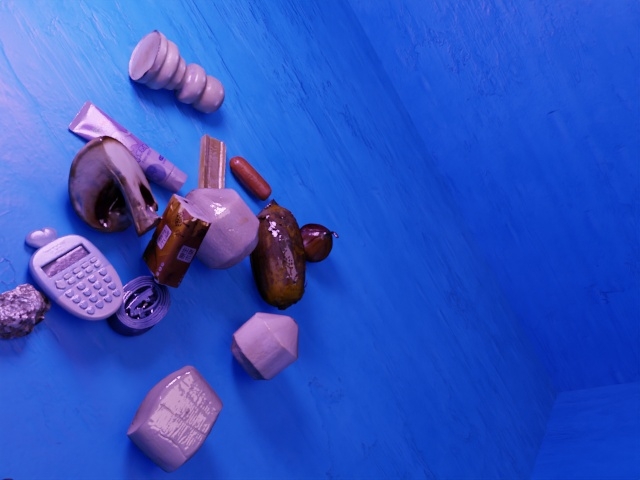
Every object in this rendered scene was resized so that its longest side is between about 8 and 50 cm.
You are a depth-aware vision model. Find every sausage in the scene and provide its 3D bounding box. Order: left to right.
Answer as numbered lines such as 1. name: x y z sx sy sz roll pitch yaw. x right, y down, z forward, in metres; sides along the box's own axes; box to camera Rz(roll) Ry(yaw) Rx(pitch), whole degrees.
1. sausage: -0.258 -0.228 2.197 0.197 0.076 0.076 48 43 -22

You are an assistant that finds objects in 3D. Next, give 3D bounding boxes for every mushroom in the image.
1. mushroom: -0.594 -0.136 1.751 0.292 0.212 0.217 50 1 -11

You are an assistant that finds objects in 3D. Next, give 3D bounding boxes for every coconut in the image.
1. coconut: -0.332 -0.050 1.908 0.266 0.237 0.237 47 44 -21
2. coconut: -0.165 0.327 1.916 0.202 0.222 0.202 52 -4 5

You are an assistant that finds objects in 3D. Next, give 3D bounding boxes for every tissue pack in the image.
1. tissue pack: -0.420 0.002 1.751 0.092 0.226 0.183 25 10 -37

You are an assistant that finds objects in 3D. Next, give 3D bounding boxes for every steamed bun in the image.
1. steamed bun: -0.402 0.481 1.643 0.200 0.154 0.250 50 49 -16

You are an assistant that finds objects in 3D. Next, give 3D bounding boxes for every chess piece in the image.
1. chess piece: -0.467 -0.550 2.054 0.330 0.182 0.182 26 55 -45

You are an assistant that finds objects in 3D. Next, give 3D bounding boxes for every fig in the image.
1. fig: -0.021 -0.006 2.295 0.149 0.202 0.148 11 43 -7

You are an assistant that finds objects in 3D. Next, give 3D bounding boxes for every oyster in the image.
1. oyster: -0.748 0.178 1.471 0.125 0.064 0.177 51 40 -13

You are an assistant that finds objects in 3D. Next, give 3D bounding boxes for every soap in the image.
1. soap: -0.378 -0.246 2.101 0.092 0.037 0.252 22 57 -42

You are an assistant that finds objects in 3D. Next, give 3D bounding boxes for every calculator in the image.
1. calculator: -0.654 0.085 1.593 0.303 0.042 0.188 46 45 3

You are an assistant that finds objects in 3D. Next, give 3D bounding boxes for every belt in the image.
1. belt: -0.514 0.186 1.710 0.141 0.082 0.190 49 42 -7

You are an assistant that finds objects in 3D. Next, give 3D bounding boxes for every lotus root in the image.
1. lotus root: -0.147 0.045 2.105 0.179 0.195 0.398 8 64 -52

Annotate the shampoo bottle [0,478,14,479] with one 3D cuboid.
1. shampoo bottle: -0.790 0.603 1.207 0.350 0.084 0.126 -11 83 -49

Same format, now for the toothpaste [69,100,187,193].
1. toothpaste: -0.588 -0.277 1.866 0.371 0.080 0.125 36 52 -23
